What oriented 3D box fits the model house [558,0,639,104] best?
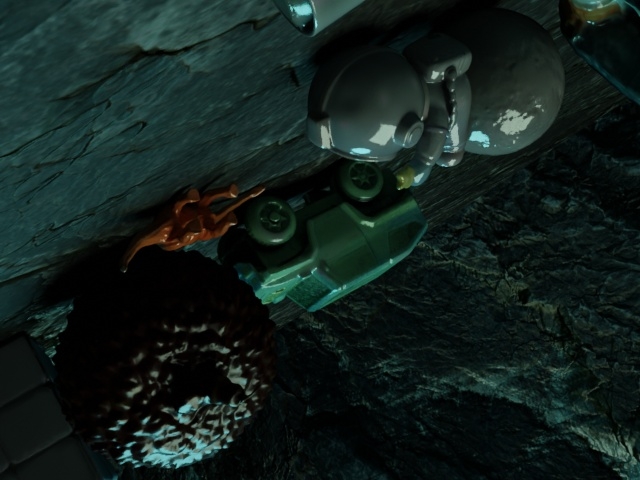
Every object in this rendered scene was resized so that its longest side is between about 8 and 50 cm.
[{"bbox_3d":[0.300,-0.221,0.778,0.184,0.253,0.291,-44,154,8],"label":"model house"}]

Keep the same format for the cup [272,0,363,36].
[{"bbox_3d":[0.014,-0.173,0.558,0.116,0.074,0.104,-33,-162,-10],"label":"cup"}]

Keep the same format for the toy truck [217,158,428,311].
[{"bbox_3d":[0.000,0.000,1.319,0.279,0.156,0.155,-27,172,-30],"label":"toy truck"}]

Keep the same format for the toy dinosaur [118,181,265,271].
[{"bbox_3d":[-0.128,-0.026,1.057,0.101,0.055,0.280,-24,180,39],"label":"toy dinosaur"}]

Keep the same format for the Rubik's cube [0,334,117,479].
[{"bbox_3d":[-0.423,0.281,1.293,0.221,0.224,0.231,-30,172,-13],"label":"Rubik's cube"}]

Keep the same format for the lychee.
[{"bbox_3d":[-0.179,0.138,1.143,0.264,0.264,0.300,-25,-157,-32],"label":"lychee"}]

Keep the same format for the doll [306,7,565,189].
[{"bbox_3d":[0.104,-0.136,0.905,0.287,0.150,0.151,-16,166,-39],"label":"doll"}]
